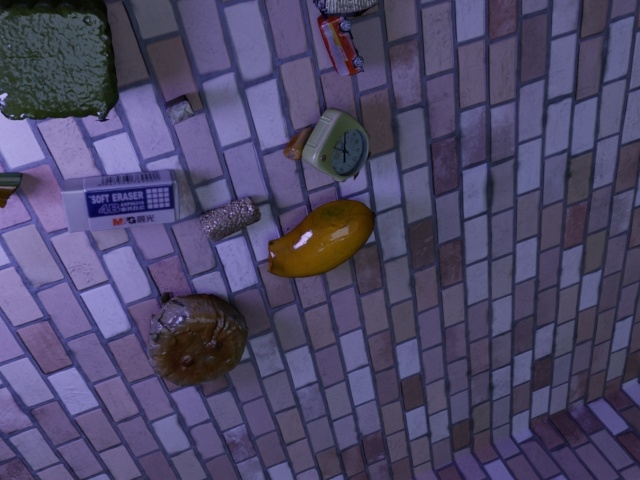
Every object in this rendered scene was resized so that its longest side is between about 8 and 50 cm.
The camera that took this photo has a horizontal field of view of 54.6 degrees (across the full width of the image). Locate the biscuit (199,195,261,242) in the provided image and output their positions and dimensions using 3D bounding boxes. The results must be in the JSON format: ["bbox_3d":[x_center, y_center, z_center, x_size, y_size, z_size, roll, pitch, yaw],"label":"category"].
[{"bbox_3d":[-0.251,-0.061,1.733,0.168,0.070,0.082,-23,136,-9],"label":"biscuit"}]

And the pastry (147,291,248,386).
[{"bbox_3d":[-0.379,0.304,1.881,0.329,0.136,0.330,-12,126,-17],"label":"pastry"}]

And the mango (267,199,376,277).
[{"bbox_3d":[0.000,0.004,1.834,0.359,0.144,0.187,-33,116,9],"label":"mango"}]

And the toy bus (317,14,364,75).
[{"bbox_3d":[0.052,-0.494,1.560,0.077,0.079,0.174,-23,129,4],"label":"toy bus"}]

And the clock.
[{"bbox_3d":[0.064,-0.245,1.710,0.232,0.069,0.170,30,89,-47],"label":"clock"}]

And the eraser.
[{"bbox_3d":[-0.507,-0.103,1.590,0.278,0.081,0.124,-7,125,-18],"label":"eraser"}]

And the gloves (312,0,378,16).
[{"bbox_3d":[0.087,-0.675,1.413,0.210,0.135,0.312,-4,121,-12],"label":"gloves"}]

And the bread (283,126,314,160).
[{"bbox_3d":[-0.057,-0.262,1.693,0.062,0.103,0.049,-12,128,42],"label":"bread"}]

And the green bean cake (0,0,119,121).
[{"bbox_3d":[-0.569,-0.391,1.323,0.249,0.156,0.247,-8,123,-17],"label":"green bean cake"}]

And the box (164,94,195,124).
[{"bbox_3d":[-0.341,-0.318,1.501,0.062,0.098,0.045,-25,118,-3],"label":"box"}]

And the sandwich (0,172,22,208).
[{"bbox_3d":[-0.778,-0.143,1.459,0.116,0.074,0.074,31,109,-34],"label":"sandwich"}]
